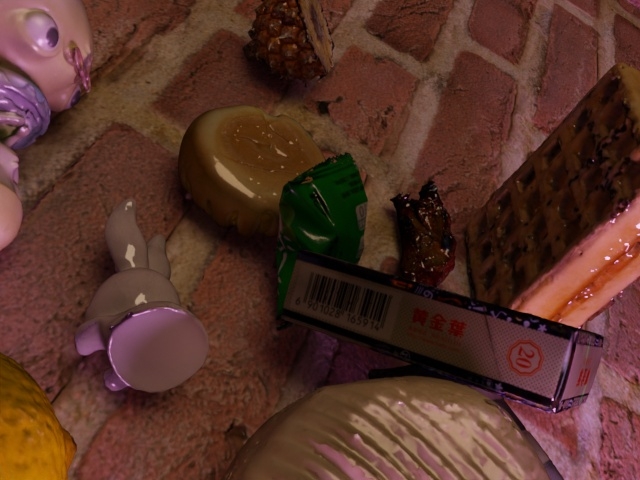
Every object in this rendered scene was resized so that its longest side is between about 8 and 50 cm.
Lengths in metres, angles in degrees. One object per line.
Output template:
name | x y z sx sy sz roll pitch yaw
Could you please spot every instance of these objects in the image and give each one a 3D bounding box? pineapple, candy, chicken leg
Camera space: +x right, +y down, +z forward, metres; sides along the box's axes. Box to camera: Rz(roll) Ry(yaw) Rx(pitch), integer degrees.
pineapple | -0.066 -0.327 1.239 0.161 0.137 0.176 43 35 -60
candy | 0.001 0.002 0.953 0.141 0.203 0.078 -14 28 -36
chicken leg | 0.153 -0.002 1.137 0.105 0.063 0.233 15 47 -16

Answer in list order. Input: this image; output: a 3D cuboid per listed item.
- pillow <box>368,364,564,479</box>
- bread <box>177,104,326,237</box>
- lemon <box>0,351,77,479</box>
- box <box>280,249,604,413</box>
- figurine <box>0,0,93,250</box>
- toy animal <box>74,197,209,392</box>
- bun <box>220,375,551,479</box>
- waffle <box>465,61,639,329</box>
pillow | 0.177 0.237 0.909 0.186 0.106 0.250 -5 52 -44
bread | -0.086 -0.085 1.020 0.213 0.105 0.213 21 45 -22
lemon | -0.307 0.186 0.530 0.267 0.267 0.267 18 45 -20
box | 0.135 0.096 0.847 0.310 0.084 0.198 16 -1 29
figurine | -0.393 -0.138 0.843 0.275 0.226 0.394 -6 63 0
toy animal | -0.205 0.063 0.828 0.104 0.131 0.221 42 8 -36
bun | 0.048 0.295 0.689 0.326 0.234 0.362 23 60 -5
waffle | 0.355 -0.035 1.070 0.114 0.376 0.261 21 43 -16
